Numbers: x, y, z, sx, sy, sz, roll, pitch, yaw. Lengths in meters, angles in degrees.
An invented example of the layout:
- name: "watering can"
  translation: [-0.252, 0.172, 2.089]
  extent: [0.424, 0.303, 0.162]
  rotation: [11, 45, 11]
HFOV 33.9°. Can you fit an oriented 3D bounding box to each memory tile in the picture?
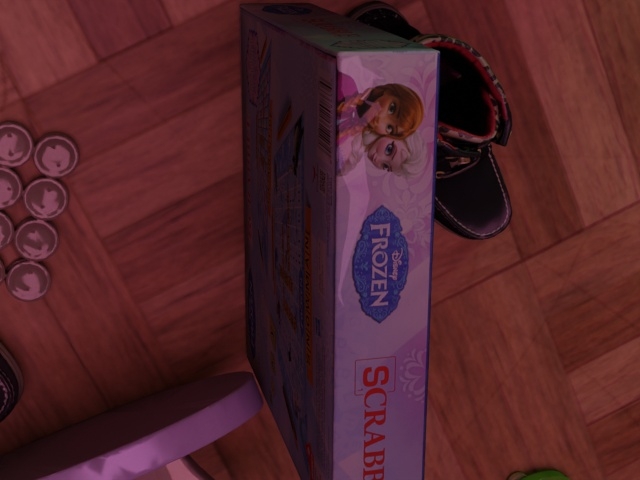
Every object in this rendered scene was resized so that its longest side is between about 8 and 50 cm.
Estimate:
- name: "memory tile"
  translation: [-0.264, -0.027, 0.855]
  extent: [0.113, 0.012, 0.148]
  rotation: [12, 105, -17]

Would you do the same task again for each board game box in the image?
- name: "board game box"
  translation: [0.000, 0.000, 0.765]
  extent: [0.066, 0.318, 0.318]
  rotation: [-4, 109, -13]

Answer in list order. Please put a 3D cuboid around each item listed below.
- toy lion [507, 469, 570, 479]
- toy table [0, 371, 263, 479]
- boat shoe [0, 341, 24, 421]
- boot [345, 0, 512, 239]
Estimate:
- name: "toy lion"
  translation: [0.238, 0.279, 1.068]
  extent: [0.096, 0.034, 0.100]
  rotation: [-9, 109, -18]
- name: "toy table"
  translation: [-0.155, 0.229, 0.859]
  extent: [0.274, 0.252, 0.160]
  rotation: [-21, 95, 10]
- name: "boat shoe"
  translation: [-0.364, 0.072, 0.818]
  extent: [0.285, 0.092, 0.103]
  rotation: [40, 97, -20]
- name: "boot"
  translation: [0.104, -0.077, 0.838]
  extent: [0.085, 0.178, 0.236]
  rotation: [-34, 111, -1]
